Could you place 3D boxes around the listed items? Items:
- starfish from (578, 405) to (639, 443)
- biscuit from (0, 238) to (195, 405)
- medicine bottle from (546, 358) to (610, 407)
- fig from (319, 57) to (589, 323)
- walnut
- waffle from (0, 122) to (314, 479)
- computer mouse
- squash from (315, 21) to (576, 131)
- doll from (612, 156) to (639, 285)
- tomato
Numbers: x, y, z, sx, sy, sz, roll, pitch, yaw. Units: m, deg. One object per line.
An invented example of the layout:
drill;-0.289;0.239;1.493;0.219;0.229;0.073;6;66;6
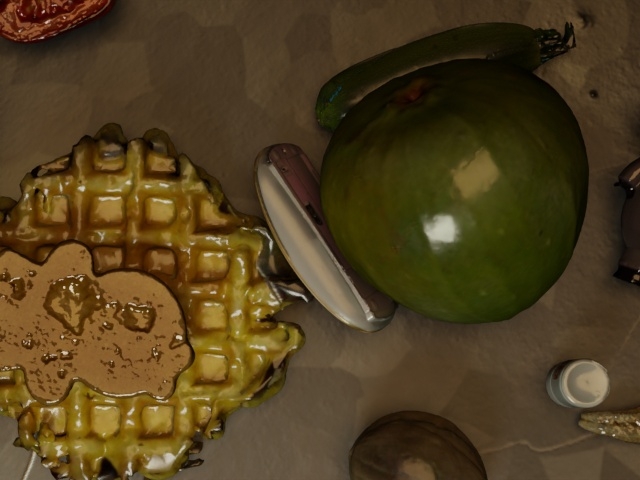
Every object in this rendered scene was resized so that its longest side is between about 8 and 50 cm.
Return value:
starfish;0.477;0.235;1.564;0.327;0.094;0.375;-21;85;26
biscuit;-0.258;0.093;1.510;0.249;0.035;0.184;9;89;-4
medicine bottle;0.295;0.164;1.586;0.057;0.089;0.057;0;83;-3
fig;0.161;-0.038;1.512;0.316;0.316;0.316;0;83;-3
walnut;0.110;0.262;1.540;0.162;0.140;0.140;10;83;1
waffle;-0.225;0.080;1.570;0.379;0.095;0.382;-41;89;-6
computer mouse;0.000;0.000;1.572;0.056;0.126;0.245;-33;88;24
squash;0.149;-0.203;1.629;0.331;0.087;0.087;-17;84;-5
doll;0.435;-0.058;1.607;0.182;0.117;0.257;20;84;-5
tomato;-0.326;-0.319;1.616;0.166;0.082;0.174;-23;89;-1
